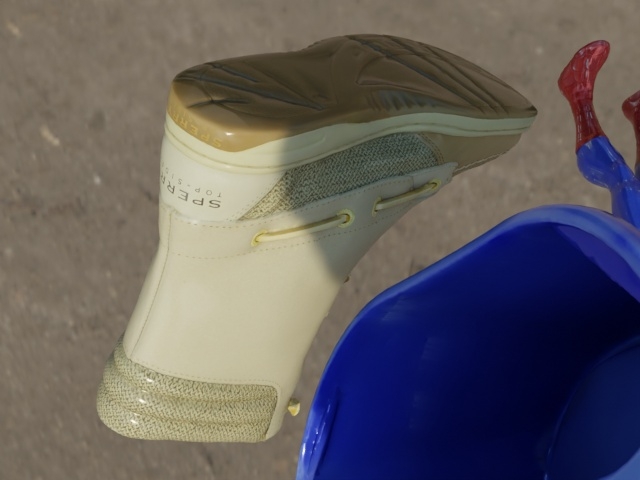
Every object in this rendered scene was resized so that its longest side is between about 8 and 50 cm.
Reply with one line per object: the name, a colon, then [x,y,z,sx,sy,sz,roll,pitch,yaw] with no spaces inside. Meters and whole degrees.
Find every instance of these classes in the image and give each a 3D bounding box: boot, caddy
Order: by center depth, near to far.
caddy: [0.087,0.124,0.631,0.179,0.341,0.241,5,71,-23]
boot: [0.000,0.000,0.874,0.095,0.203,0.262,34,30,30]

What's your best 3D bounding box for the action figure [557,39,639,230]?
action figure: [0.215,-0.012,0.899,0.091,0.139,0.280,14,51,-25]
